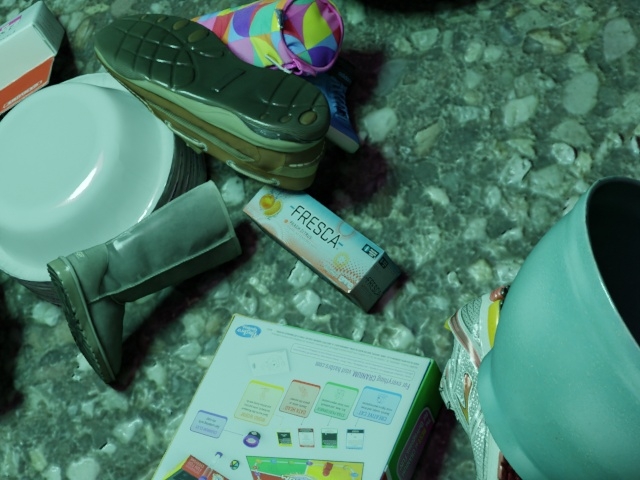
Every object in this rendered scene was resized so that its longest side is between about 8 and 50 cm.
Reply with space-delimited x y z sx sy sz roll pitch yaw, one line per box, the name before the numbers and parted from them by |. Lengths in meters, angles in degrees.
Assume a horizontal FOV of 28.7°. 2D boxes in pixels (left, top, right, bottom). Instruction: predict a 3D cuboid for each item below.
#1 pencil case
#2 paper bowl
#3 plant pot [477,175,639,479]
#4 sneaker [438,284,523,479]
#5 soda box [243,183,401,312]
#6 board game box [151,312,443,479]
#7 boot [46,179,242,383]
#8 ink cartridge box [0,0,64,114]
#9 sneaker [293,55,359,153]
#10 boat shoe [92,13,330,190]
pencil case | -0.078 -0.228 1.467 0.236 0.104 0.104 -1 62 51
paper bowl | -0.292 -0.074 1.502 0.284 0.148 0.284 -10 62 20
plant pot | 0.262 0.119 1.086 0.196 0.293 0.293 -43 50 32
sneaker | 0.167 0.161 1.215 0.093 0.088 0.225 -22 55 38
soda box | 0.000 0.000 1.379 0.063 0.058 0.183 -49 56 -5
board game box | -0.043 0.240 1.242 0.242 0.064 0.316 11 61 30
boot | -0.187 0.048 1.418 0.209 0.189 0.076 -29 42 -23
ink cartridge box | -0.469 -0.191 1.631 0.275 0.060 0.239 -31 23 7
sneaker | 0.014 -0.170 1.460 0.084 0.058 0.152 -48 48 6
boat shoe | -0.129 -0.149 1.409 0.324 0.119 0.123 32 51 30
